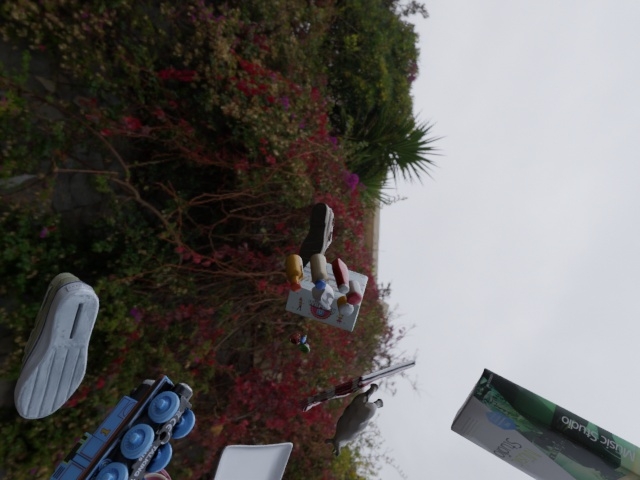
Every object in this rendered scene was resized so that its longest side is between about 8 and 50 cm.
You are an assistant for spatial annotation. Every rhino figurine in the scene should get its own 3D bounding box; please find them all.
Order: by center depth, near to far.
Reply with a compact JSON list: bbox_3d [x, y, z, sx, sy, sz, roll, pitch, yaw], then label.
[{"bbox_3d":[0.084,0.504,1.149,0.073,0.106,0.243,39,-65,23],"label":"rhino figurine"}]

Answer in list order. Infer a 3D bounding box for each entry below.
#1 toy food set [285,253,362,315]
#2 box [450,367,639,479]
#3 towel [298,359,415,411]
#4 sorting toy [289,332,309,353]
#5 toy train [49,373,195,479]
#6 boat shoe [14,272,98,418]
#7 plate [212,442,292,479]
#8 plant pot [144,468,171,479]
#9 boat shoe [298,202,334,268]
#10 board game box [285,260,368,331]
[{"bbox_3d":[0.023,0.119,1.005,0.111,0.232,0.104,-33,-148,17],"label":"toy food set"},{"bbox_3d":[0.431,0.391,0.800,0.322,0.058,0.232,24,-36,22],"label":"box"},{"bbox_3d":[0.110,0.448,1.292,0.329,0.237,0.037,-41,-118,44],"label":"towel"},{"bbox_3d":[-0.077,0.411,1.711,0.102,0.042,0.061,40,-47,1],"label":"sorting toy"},{"bbox_3d":[-0.252,0.266,0.559,0.105,0.184,0.080,11,-42,26],"label":"toy train"},{"bbox_3d":[-0.522,0.208,0.835,0.094,0.109,0.302,33,-79,40],"label":"boat shoe"},{"bbox_3d":[-0.236,0.746,1.276,0.045,0.277,0.277,14,-97,45],"label":"plate"},{"bbox_3d":[-0.508,0.738,1.194,0.180,0.202,0.201,-42,-119,46],"label":"plant pot"},{"bbox_3d":[0.000,0.000,1.733,0.111,0.104,0.307,5,-110,33],"label":"boat shoe"},{"bbox_3d":[0.032,0.173,1.424,0.224,0.303,0.097,17,-75,8],"label":"board game box"}]
